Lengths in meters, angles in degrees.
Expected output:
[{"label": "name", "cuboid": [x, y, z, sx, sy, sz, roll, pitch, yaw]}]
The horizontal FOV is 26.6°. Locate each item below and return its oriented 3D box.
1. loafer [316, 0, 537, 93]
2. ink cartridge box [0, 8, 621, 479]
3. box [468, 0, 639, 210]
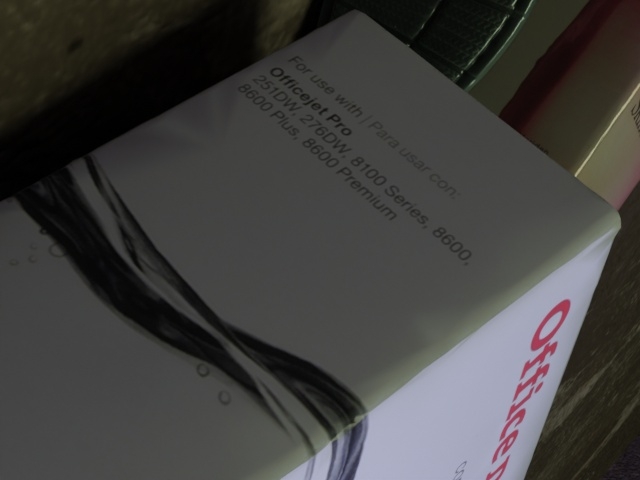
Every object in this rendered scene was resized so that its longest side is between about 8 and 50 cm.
[{"label": "loafer", "cuboid": [0.085, -0.164, 0.653, 0.267, 0.096, 0.084, -63, 163, 16]}, {"label": "ink cartridge box", "cuboid": [-0.085, 0.122, 0.565, 0.395, 0.166, 0.285, -34, 151, -29]}, {"label": "box", "cuboid": [0.149, -0.099, 0.829, 0.232, 0.127, 0.148, -54, 158, 1]}]
